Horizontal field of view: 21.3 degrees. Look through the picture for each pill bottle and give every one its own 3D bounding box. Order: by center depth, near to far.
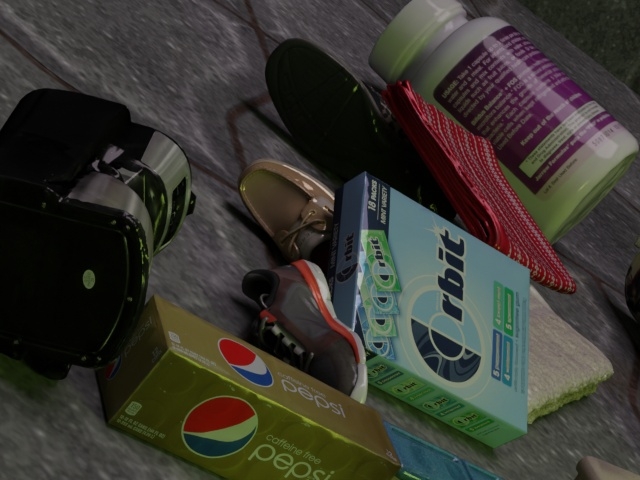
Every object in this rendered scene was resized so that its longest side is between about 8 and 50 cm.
[{"bbox_3d":[0.203,-0.149,1.950,0.301,0.169,0.169,44,18,12],"label":"pill bottle"}]

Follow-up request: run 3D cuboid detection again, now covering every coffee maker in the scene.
[{"bbox_3d":[-0.166,-0.023,0.977,0.171,0.120,0.178,36,17,-9],"label":"coffee maker"}]

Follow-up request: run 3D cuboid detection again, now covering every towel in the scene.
[{"bbox_3d":[0.158,0.077,1.514,0.187,0.049,0.282,44,18,15],"label":"towel"},{"bbox_3d":[0.161,-0.047,1.647,0.199,0.031,0.275,60,15,21],"label":"towel"}]

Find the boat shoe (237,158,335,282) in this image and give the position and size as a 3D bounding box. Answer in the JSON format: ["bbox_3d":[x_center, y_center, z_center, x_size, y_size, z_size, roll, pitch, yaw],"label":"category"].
[{"bbox_3d":[0.000,0.000,1.351,0.170,0.063,0.059,41,12,1],"label":"boat shoe"}]

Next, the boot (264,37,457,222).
[{"bbox_3d":[0.044,-0.115,1.689,0.236,0.085,0.178,45,15,-7],"label":"boot"}]

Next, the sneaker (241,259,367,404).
[{"bbox_3d":[-0.016,0.075,1.182,0.065,0.061,0.158,-1,35,-23],"label":"sneaker"}]

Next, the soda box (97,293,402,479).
[{"bbox_3d":[-0.041,0.105,1.014,0.181,0.061,0.058,30,20,-30],"label":"soda box"}]

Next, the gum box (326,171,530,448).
[{"bbox_3d":[0.086,0.055,1.321,0.184,0.041,0.157,29,49,-29],"label":"gum box"}]

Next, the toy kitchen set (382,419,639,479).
[{"bbox_3d":[0.132,0.166,1.044,0.122,0.166,0.207,29,21,-30],"label":"toy kitchen set"}]

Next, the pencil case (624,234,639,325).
[{"bbox_3d":[0.434,0.115,1.797,0.183,0.160,0.410,49,14,-21],"label":"pencil case"}]
